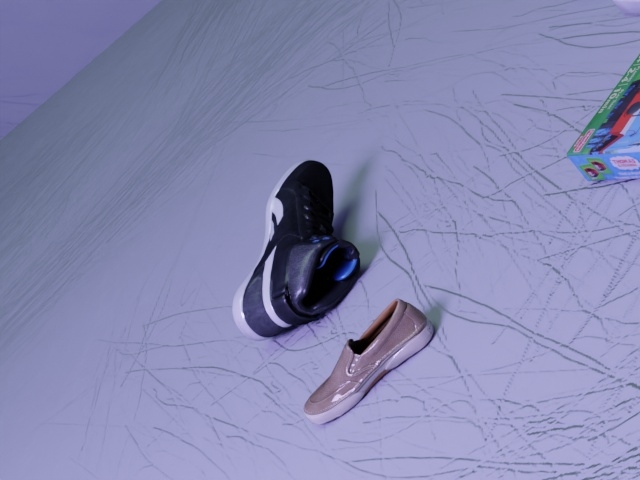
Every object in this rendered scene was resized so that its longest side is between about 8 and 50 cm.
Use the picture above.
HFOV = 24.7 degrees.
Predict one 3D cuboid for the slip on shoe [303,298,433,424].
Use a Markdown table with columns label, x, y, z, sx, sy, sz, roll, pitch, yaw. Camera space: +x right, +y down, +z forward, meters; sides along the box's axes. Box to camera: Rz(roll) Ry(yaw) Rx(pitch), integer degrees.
| label | x | y | z | sx | sy | sz | roll | pitch | yaw |
| --- | --- | --- | --- | --- | --- | --- | --- | --- | --- |
| slip on shoe | 0.033 | 0.102 | 1.239 | 0.135 | 0.041 | 0.051 | -38 | 22 | 17 |

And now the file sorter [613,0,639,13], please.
| label | x | y | z | sx | sy | sz | roll | pitch | yaw |
| --- | --- | --- | --- | --- | --- | --- | --- | --- | --- |
| file sorter | 0.359 | -0.358 | 1.303 | 0.277 | 0.173 | 0.193 | -48 | 21 | -7 |

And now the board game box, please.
| label | x | y | z | sx | sy | sz | roll | pitch | yaw |
| --- | --- | --- | --- | --- | --- | --- | --- | --- | --- |
| board game box | 0.309 | -0.118 | 1.142 | 0.160 | 0.039 | 0.211 | -52 | 23 | -18 |

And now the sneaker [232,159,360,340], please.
| label | x | y | z | sx | sy | sz | roll | pitch | yaw |
| --- | --- | --- | --- | --- | --- | --- | --- | --- | --- |
| sneaker | 0.000 | 0.000 | 1.449 | 0.121 | 0.079 | 0.217 | -18 | 42 | 43 |
